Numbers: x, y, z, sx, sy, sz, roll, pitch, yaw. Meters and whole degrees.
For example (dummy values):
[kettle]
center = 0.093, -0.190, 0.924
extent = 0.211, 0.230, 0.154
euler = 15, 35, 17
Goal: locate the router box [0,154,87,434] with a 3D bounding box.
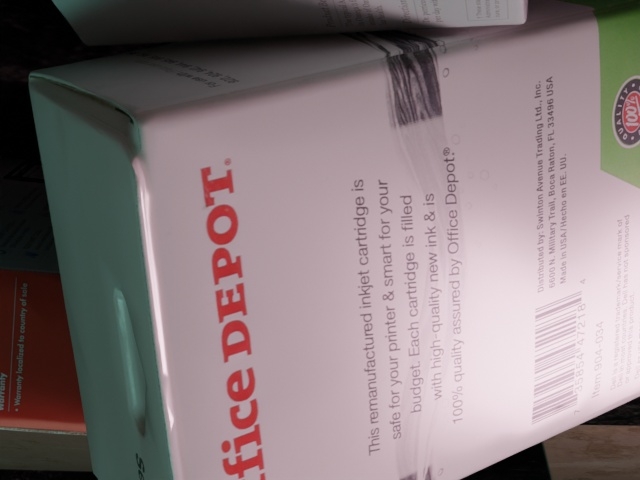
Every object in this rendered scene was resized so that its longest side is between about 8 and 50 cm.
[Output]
[router box]
center = -0.216, 0.010, 0.682
extent = 0.301, 0.082, 0.335
euler = 5, -168, -5

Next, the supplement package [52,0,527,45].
[supplement package]
center = -0.016, -0.143, 0.408
extent = 0.179, 0.105, 0.105
euler = -1, 161, 10

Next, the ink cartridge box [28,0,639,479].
[ink cartridge box]
center = 0.029, 0.002, 0.498
extent = 0.273, 0.198, 0.115
euler = -17, -155, -29
